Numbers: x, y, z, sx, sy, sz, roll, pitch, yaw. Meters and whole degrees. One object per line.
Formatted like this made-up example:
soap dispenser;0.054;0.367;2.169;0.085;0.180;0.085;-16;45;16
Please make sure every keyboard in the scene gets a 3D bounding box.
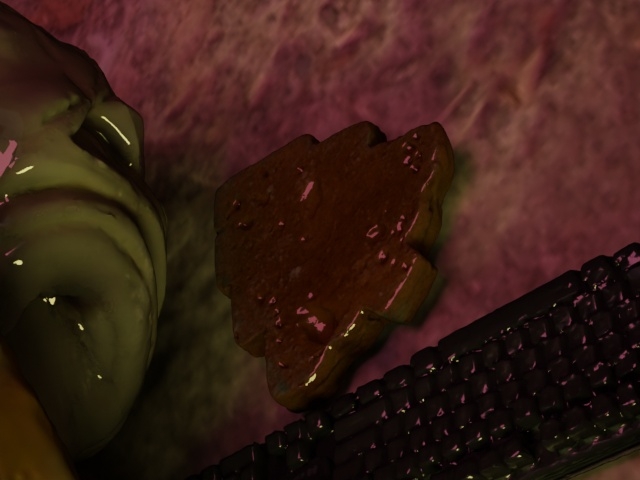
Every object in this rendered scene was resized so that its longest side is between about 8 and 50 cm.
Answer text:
keyboard;0.034;0.066;0.647;0.231;0.023;0.072;-30;44;31

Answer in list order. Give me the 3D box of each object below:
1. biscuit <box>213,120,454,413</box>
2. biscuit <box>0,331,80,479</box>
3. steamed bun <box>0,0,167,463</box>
biscuit;0.000;0.000;0.730;0.130;0.019;0.119;31;90;51
biscuit;-0.193;0.115;0.704;0.335;0.078;0.329;-23;88;41
steamed bun;-0.136;0.002;0.780;0.218;0.144;0.211;39;121;34
